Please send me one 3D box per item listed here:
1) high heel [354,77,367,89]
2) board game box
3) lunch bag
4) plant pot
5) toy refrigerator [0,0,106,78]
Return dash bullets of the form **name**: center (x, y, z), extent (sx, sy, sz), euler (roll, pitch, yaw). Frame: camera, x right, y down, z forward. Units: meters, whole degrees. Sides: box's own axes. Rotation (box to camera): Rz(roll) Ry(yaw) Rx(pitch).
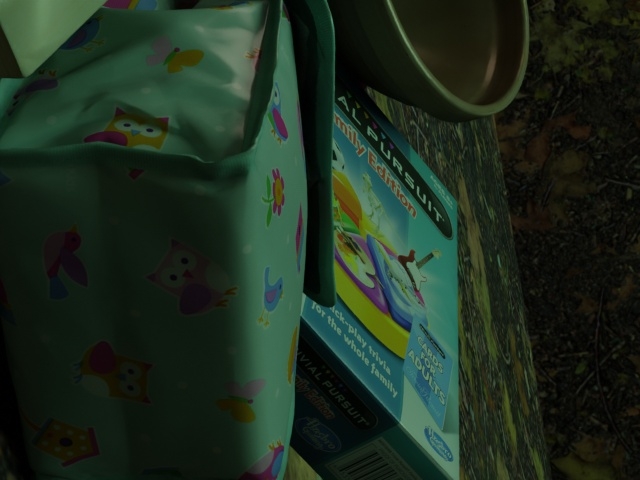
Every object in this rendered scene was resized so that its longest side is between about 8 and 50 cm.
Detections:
- **high heel**: center (0.020, -0.156, 1.699), extent (0.377, 0.127, 0.181), euler (-75, 159, -55)
- **board game box**: center (0.000, 0.000, 1.351), extent (0.254, 0.079, 0.336), euler (48, 26, -27)
- **lunch bag**: center (-0.073, -0.028, 0.979), extent (0.262, 0.160, 0.223), euler (-79, 169, -54)
- **plant pot**: center (0.062, -0.202, 1.495), extent (0.237, 0.109, 0.237), euler (25, 58, -48)
- **toy refrigerator**: center (-0.111, -0.183, 0.877), extent (0.269, 0.102, 0.094), euler (-53, 136, -39)
